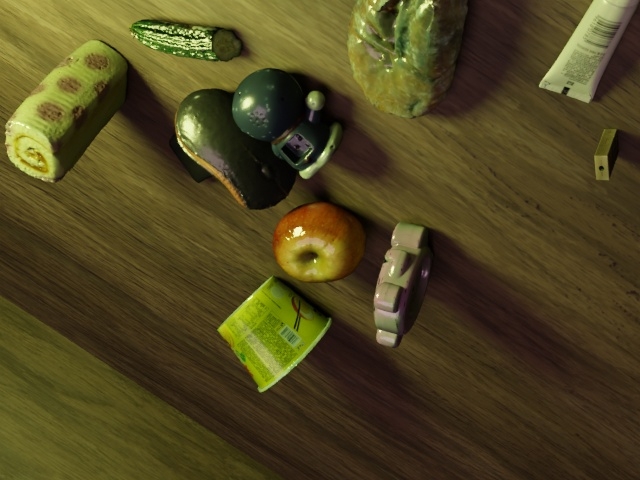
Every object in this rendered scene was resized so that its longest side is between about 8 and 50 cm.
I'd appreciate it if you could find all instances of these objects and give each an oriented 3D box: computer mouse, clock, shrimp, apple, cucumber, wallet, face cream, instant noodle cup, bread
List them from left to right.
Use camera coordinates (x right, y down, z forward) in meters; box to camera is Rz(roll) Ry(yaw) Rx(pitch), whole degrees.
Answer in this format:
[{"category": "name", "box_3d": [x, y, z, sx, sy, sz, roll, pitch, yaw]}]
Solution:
[{"category": "bread", "box_3d": [-0.592, -0.311, 1.510, 0.155, 0.338, 0.187, 25, 143, -2]}, {"category": "cucumber", "box_3d": [-0.300, -0.434, 1.388, 0.265, 0.077, 0.077, 15, 139, 25]}, {"category": "wallet", "box_3d": [-0.282, -0.231, 1.619, 0.250, 0.044, 0.149, -11, 122, 42]}, {"category": "computer mouse", "box_3d": [-0.189, -0.210, 1.466, 0.323, 0.183, 0.116, 42, 170, -15]}, {"category": "instant noodle cup", "box_3d": [-0.145, 0.259, 1.886, 0.221, 0.311, 0.311, 47, 141, -2]}, {"category": "clock", "box_3d": [-0.072, -0.258, 1.365, 0.243, 0.146, 0.199, 40, 131, -17]}, {"category": "apple", "box_3d": [0.000, 0.000, 1.578, 0.235, 0.173, 0.210, 7, 132, 16]}, {"category": "clock", "box_3d": [0.190, 0.107, 1.494, 0.090, 0.248, 0.227, 12, 138, 20]}, {"category": "shrimp", "box_3d": [0.153, -0.393, 1.103, 0.221, 0.110, 0.445, 32, 147, 14]}, {"category": "face cream", "box_3d": [0.438, -0.320, 1.015, 0.092, 0.058, 0.243, 20, 147, 6]}]

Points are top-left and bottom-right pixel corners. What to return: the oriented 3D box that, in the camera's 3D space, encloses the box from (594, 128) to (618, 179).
[{"category": "box", "box_3d": [0.504, -0.152, 1.125, 0.024, 0.083, 0.053, 8, 137, 36]}]
